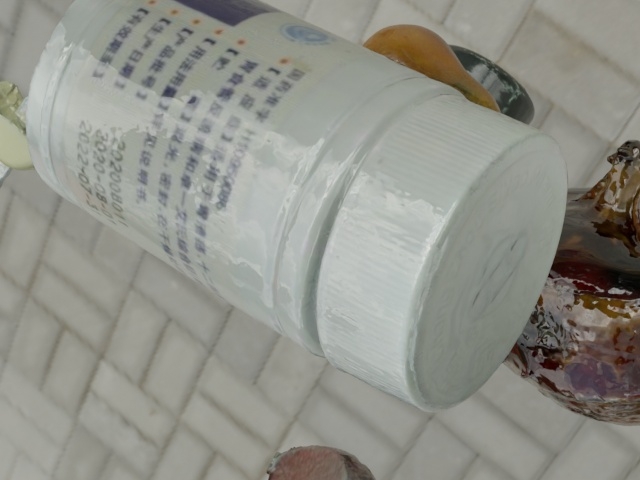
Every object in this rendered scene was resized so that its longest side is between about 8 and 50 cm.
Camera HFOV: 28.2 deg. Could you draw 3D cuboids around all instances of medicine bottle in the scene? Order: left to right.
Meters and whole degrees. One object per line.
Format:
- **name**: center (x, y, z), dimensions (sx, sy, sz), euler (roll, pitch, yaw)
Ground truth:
- **medicine bottle**: center (-0.017, -0.043, 0.836), dimensions (0.332, 0.190, 0.190), euler (30, 127, 28)

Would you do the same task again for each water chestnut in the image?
- **water chestnut**: center (0.334, 0.031, 1.441), dimensions (0.350, 0.350, 0.302), euler (10, 121, 30)

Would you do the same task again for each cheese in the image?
- **cheese**: center (-0.412, -0.122, 1.694), dimensions (0.127, 0.050, 0.235), euler (47, 138, -1)

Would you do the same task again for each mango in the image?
- **mango**: center (0.085, -0.108, 1.037), dimensions (0.159, 0.084, 0.105), euler (57, 168, 41)

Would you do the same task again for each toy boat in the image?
- **toy boat**: center (-0.003, 0.296, 1.334), dimensions (0.085, 0.155, 0.227), euler (41, 159, -18)

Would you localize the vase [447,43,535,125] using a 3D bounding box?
- **vase**: center (0.139, -0.097, 1.745), dimensions (0.173, 0.321, 0.173), euler (34, 170, 7)
